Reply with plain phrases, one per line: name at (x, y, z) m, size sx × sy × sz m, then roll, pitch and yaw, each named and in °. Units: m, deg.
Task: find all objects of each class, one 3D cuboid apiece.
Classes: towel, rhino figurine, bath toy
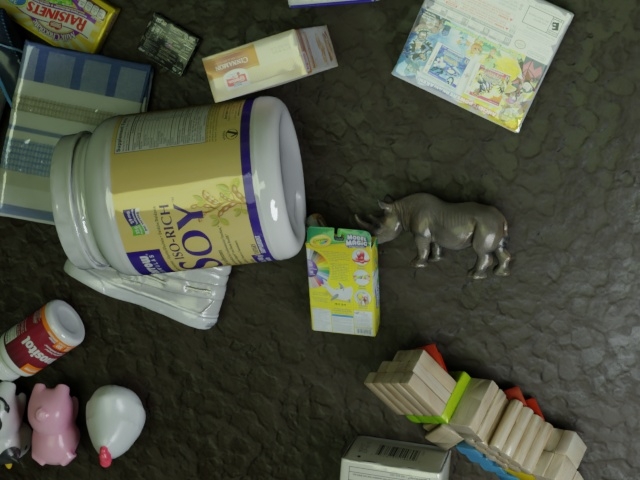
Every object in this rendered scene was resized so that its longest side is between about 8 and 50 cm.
towel at (-0.381, -0.154, 1.949) m, size 0.209 × 0.034 × 0.285 m, roll 9°, pitch 106°, yaw -18°
rhino figurine at (0.165, -0.016, 1.862) m, size 0.243 × 0.073 × 0.106 m, roll 11°, pitch 109°, yaw 20°
bath toy at (-0.456, 0.312, 2.061) m, size 0.348 × 0.151 × 0.129 m, roll -2°, pitch 58°, yaw 13°

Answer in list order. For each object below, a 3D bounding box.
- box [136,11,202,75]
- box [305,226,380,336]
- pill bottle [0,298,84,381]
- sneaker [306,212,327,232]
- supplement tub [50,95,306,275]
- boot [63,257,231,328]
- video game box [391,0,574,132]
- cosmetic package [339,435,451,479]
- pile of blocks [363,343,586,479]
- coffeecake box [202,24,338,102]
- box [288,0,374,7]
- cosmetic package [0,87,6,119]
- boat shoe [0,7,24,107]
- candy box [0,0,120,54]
box at (-0.233, -0.302, 1.934) m, size 0.083 × 0.018 × 0.067 m, roll 31°, pitch 107°, yaw 7°
box at (0.034, 0.056, 1.901) m, size 0.105 × 0.043 × 0.179 m, roll 5°, pitch 122°, yaw 15°
pill bottle at (-0.467, 0.168, 2.057) m, size 0.152 × 0.086 × 0.086 m, roll -34°, pitch 92°, yaw 19°
sneaker at (0.000, 0.000, 1.934) m, size 0.037 × 0.032 × 0.083 m, roll -26°, pitch 89°, yaw 32°
supplement tub at (-0.202, -0.075, 1.841) m, size 0.331 × 0.241 × 0.241 m, roll -7°, pitch 100°, yaw 9°
boot at (-0.268, 0.038, 1.985) m, size 0.258 × 0.095 × 0.123 m, roll 20°, pitch 100°, yaw 1°
video game box at (0.232, -0.281, 1.803) m, size 0.205 × 0.048 × 0.187 m, roll 27°, pitch 105°, yaw 8°
cosmetic package at (0.108, 0.475, 1.958) m, size 0.160 × 0.113 × 0.309 m, roll 8°, pitch 104°, yaw 13°
pile of blocks at (0.247, 0.263, 1.897) m, size 0.362 × 0.149 × 0.112 m, roll 33°, pitch 65°, yaw -4°
coffeecake box at (-0.069, -0.257, 1.813) m, size 0.142 × 0.185 × 0.068 m, roll -15°, pitch 97°, yaw 17°
box at (0.026, -0.373, 1.790) m, size 0.126 × 0.137 × 0.072 m, roll -2°, pitch 102°, yaw 15°
cosmetic package at (-0.572, -0.141, 1.997) m, size 0.060 × 0.099 × 0.239 m, roll 29°, pitch 115°, yaw 10°
boat shoe at (-0.445, -0.248, 1.970) m, size 0.089 × 0.109 × 0.258 m, roll -18°, pitch 114°, yaw 7°
candy box at (-0.422, -0.367, 1.965) m, size 0.206 × 0.027 × 0.105 m, roll 32°, pitch 110°, yaw 7°
